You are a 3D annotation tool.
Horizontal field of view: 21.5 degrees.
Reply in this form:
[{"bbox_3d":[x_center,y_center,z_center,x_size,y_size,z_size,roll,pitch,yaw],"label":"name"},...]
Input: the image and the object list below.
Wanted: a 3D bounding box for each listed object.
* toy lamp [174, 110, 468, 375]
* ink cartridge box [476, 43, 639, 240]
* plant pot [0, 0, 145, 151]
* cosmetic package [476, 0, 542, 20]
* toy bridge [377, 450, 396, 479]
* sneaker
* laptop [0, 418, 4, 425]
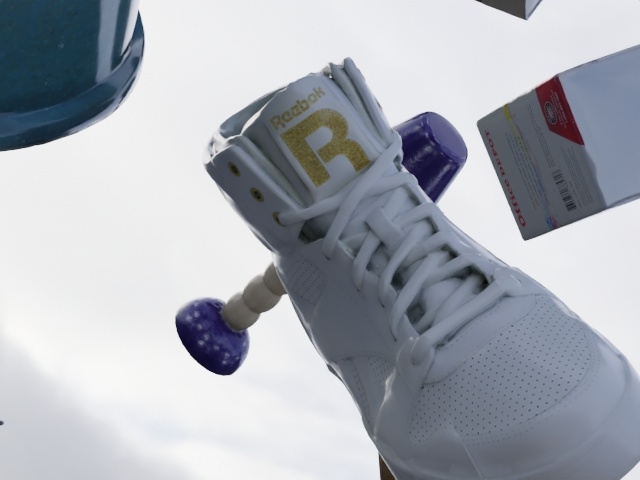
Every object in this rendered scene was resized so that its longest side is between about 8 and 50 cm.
[{"bbox_3d":[0.000,0.000,1.293,0.080,0.080,0.275,39,-60,-23],"label":"toy lamp"},{"bbox_3d":[0.247,-0.089,1.532,0.128,0.127,0.176,69,-21,2],"label":"ink cartridge box"},{"bbox_3d":[-0.188,-0.268,0.738,0.341,0.341,0.334,27,-60,3],"label":"plant pot"},{"bbox_3d":[0.086,-0.332,1.511,0.296,0.129,0.153,23,-33,22],"label":"cosmetic package"},{"bbox_3d":[0.053,0.215,1.381,0.026,0.188,0.063,-2,-19,14],"label":"toy bridge"},{"bbox_3d":[0.026,0.010,0.755,0.169,0.108,0.292,58,-11,-23],"label":"sneaker"},{"bbox_3d":[-0.485,0.026,1.085,0.236,0.382,0.408,-34,-101,23],"label":"laptop"}]
